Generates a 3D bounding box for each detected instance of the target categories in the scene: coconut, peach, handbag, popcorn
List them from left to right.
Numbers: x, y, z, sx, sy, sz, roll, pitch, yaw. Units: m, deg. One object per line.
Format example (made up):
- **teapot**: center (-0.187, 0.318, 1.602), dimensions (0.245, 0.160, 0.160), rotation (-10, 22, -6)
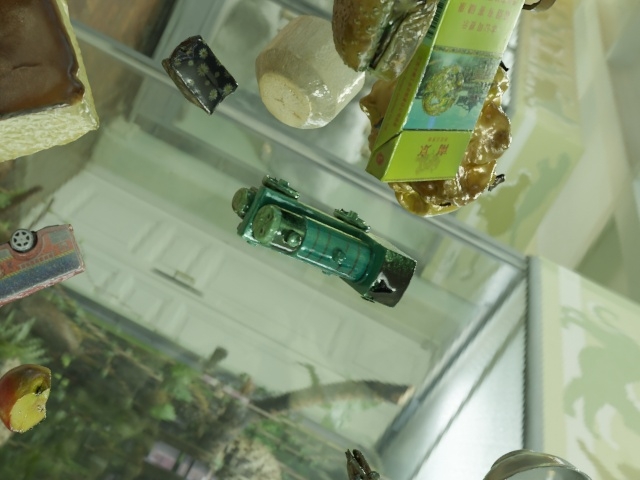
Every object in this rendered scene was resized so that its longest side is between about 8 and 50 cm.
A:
- **peach**: center (-0.610, 0.311, 1.877), dimensions (0.151, 0.118, 0.151), rotation (-51, 162, -23)
- **handbag**: center (-0.209, -0.269, 1.455), dimensions (0.072, 0.115, 0.139), rotation (-46, -148, -12)
- **coconut**: center (-0.017, -0.404, 2.157), dimensions (0.266, 0.237, 0.237), rotation (-54, 177, -27)
- **popcorn**: center (0.206, -0.208, 1.625), dimensions (0.281, 0.316, 0.297), rotation (-8, 164, -36)

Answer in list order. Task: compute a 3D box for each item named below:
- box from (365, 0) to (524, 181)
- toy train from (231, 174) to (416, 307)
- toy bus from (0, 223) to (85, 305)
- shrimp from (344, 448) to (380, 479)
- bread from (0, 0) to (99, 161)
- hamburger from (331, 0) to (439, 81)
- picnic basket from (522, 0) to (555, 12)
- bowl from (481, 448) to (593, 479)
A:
- **box**: center (0.191, -0.247, 1.370), dimensions (0.187, 0.047, 0.335), rotation (-7, 124, -46)
- **toy train**: center (0.000, 0.000, 1.483), dimensions (0.120, 0.298, 0.194), rotation (-62, -146, 7)
- **toy bus**: center (-0.368, 0.039, 1.045), dimensions (0.192, 0.077, 0.065), rotation (-24, 176, -13)
- **shrimp**: center (0.083, 0.580, 1.758), dimensions (0.085, 0.360, 0.247), rotation (-8, 172, -41)
- **bread**: center (-0.555, -0.287, 1.484), dimensions (0.143, 0.323, 0.333), rotation (87, -17, -63)
- **hamburger**: center (0.079, -0.303, 1.175), dimensions (0.189, 0.122, 0.215), rotation (-87, -165, -45)
- **picnic basket**: center (0.286, -0.525, 1.501), dimensions (0.321, 0.291, 0.254), rotation (33, -63, 49)
- **bowl**: center (0.292, 0.358, 1.309), dimensions (0.189, 0.189, 0.086), rotation (-62, -157, 27)
